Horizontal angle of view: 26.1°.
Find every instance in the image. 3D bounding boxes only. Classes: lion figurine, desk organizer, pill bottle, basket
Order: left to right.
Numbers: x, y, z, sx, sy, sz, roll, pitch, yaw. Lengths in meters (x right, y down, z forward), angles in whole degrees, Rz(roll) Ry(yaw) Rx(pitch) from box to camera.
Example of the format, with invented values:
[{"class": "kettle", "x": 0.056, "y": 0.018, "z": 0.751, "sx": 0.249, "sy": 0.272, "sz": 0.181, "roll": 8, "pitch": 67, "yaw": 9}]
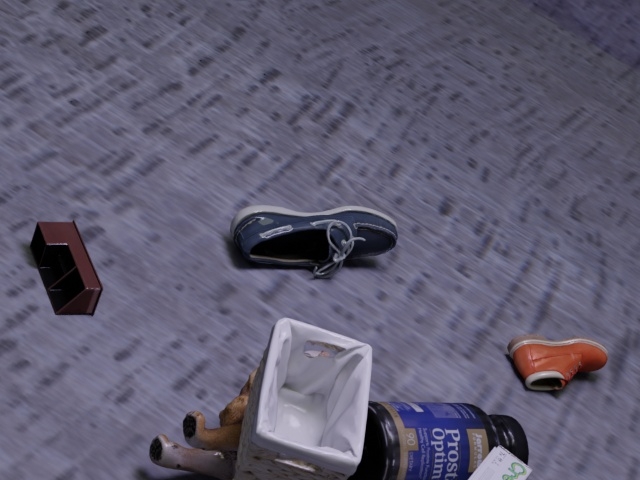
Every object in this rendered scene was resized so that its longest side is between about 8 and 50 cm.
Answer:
[{"class": "desk organizer", "x": -0.319, "y": 0.033, "z": 1.725, "sx": 0.050, "sy": 0.047, "sz": 0.130, "roll": 0, "pitch": 41, "yaw": -32}, {"class": "lion figurine", "x": -0.039, "y": 0.296, "z": 1.509, "sx": 0.240, "sy": 0.142, "sz": 0.392, "roll": 12, "pitch": 49, "yaw": -35}, {"class": "basket", "x": -0.019, "y": 0.183, "z": 1.440, "sx": 0.113, "sy": 0.103, "sz": 0.167, "roll": 18, "pitch": 43, "yaw": -8}, {"class": "pill bottle", "x": 0.139, "y": 0.257, "z": 1.671, "sx": 0.219, "sy": 0.122, "sz": 0.122, "roll": 4, "pitch": 39, "yaw": -30}]

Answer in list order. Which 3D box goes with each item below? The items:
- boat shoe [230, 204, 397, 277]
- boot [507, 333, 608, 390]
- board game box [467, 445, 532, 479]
[{"class": "boat shoe", "x": 0.000, "y": 0.000, "z": 1.954, "sx": 0.255, "sy": 0.095, "sz": 0.079, "roll": 6, "pitch": 37, "yaw": -27}, {"class": "boot", "x": 0.353, "y": 0.184, "z": 1.991, "sx": 0.158, "sy": 0.059, "sz": 0.084, "roll": 3, "pitch": 42, "yaw": -20}, {"class": "board game box", "x": 0.106, "y": 0.359, "z": 1.441, "sx": 0.053, "sy": 0.193, "sz": 0.305, "roll": 35, "pitch": 34, "yaw": 13}]
